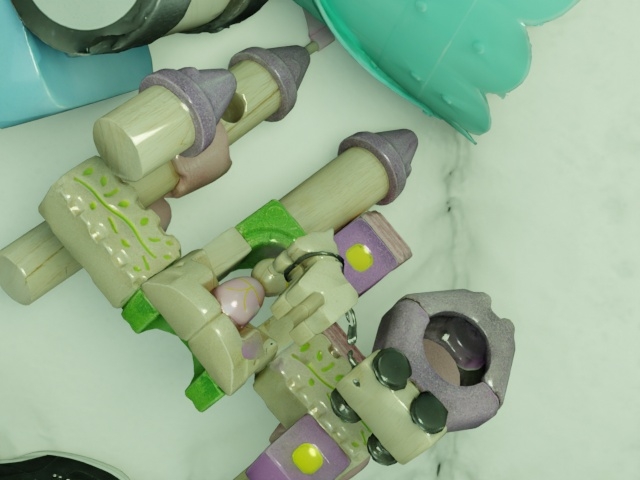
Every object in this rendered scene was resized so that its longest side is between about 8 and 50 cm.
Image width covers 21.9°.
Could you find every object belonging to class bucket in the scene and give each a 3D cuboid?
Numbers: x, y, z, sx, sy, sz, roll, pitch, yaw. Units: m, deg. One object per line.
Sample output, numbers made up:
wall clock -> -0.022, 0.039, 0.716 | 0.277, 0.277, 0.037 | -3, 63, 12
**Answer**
bucket -> 0.095, -0.219, 1.016 | 0.183, 0.281, 0.281 | 32, 99, 2

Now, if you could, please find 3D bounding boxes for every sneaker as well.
sneaker -> -0.244, 0.199, 1.165 | 0.217, 0.121, 0.079 | 3, 99, 4

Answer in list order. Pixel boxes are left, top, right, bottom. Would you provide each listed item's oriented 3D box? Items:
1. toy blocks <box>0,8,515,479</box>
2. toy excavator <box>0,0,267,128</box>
toy blocks -> 0.000, 0.000, 1.060 | 0.260, 0.309, 0.288 | -37, 86, -34
toy excavator -> -0.258, -0.135, 1.099 | 0.445, 0.222, 0.432 | -14, 98, 20
